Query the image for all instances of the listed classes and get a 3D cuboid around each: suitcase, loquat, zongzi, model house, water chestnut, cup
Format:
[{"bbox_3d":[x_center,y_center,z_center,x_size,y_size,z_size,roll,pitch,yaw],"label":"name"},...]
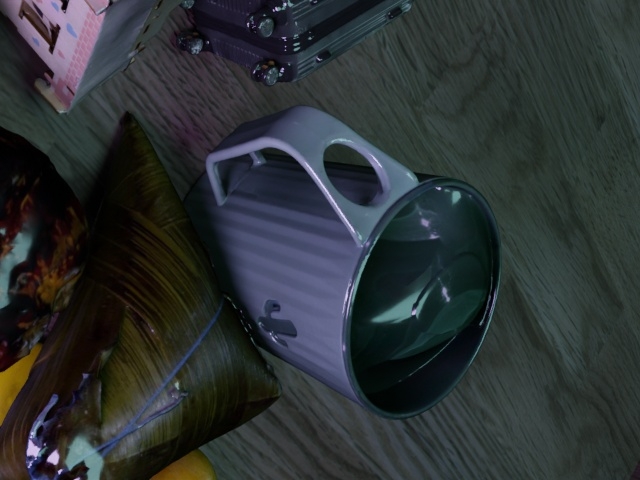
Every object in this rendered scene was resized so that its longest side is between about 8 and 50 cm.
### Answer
[{"bbox_3d":[-0.029,-0.329,1.365,0.312,0.202,0.128,-38,138,-33],"label":"suitcase"},{"bbox_3d":[-0.209,0.359,1.453,0.141,0.141,0.141,-18,116,-42],"label":"loquat"},{"bbox_3d":[-0.262,0.076,1.191,0.403,0.208,0.432,-26,99,-59],"label":"zongzi"},{"bbox_3d":[-0.273,-0.311,1.081,0.244,0.326,0.169,47,66,-4],"label":"model house"},{"bbox_3d":[-0.388,0.000,1.065,0.289,0.244,0.289,-22,119,-46],"label":"water chestnut"},{"bbox_3d":[0.017,-0.004,1.378,0.310,0.392,0.400,-18,116,-43],"label":"cup"}]

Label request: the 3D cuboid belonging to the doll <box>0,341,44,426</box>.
[{"bbox_3d":[-0.346,0.256,1.292,0.237,0.111,0.252,44,60,-29],"label":"doll"}]
